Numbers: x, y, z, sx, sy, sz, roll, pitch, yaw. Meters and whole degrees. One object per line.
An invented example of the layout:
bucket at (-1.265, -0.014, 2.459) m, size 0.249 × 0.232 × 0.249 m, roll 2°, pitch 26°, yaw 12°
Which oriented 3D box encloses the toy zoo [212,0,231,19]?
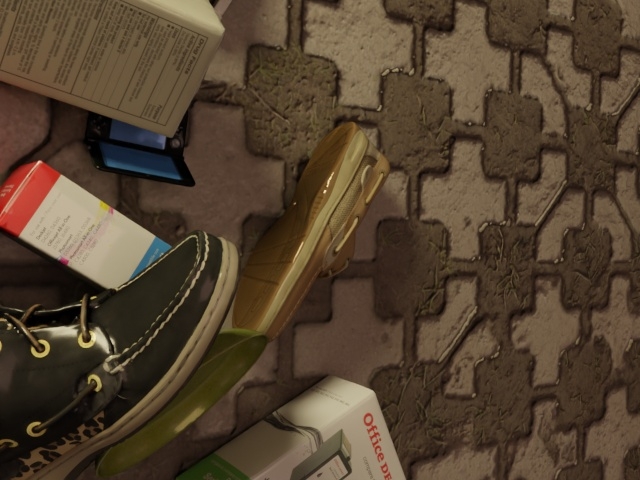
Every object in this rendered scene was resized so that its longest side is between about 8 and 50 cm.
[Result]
toy zoo at (-0.160, -0.409, 0.837) m, size 0.192 × 0.030 × 0.293 m, roll 37°, pitch 72°, yaw -28°

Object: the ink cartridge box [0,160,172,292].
ink cartridge box at (-0.274, -0.014, 0.714) m, size 0.231 × 0.134 × 0.078 m, roll 38°, pitch 73°, yaw -29°

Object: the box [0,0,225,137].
box at (-0.273, -0.236, 0.683) m, size 0.311 × 0.121 × 0.148 m, roll 17°, pitch 120°, yaw -34°

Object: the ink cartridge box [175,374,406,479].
ink cartridge box at (-0.026, 0.342, 0.903) m, size 0.273 × 0.115 × 0.198 m, roll -28°, pitch 107°, yaw -29°

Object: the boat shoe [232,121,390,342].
boat shoe at (0.000, 0.000, 0.904) m, size 0.110 × 0.122 × 0.341 m, roll 38°, pitch 70°, yaw -28°

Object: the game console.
game console at (-0.209, -0.124, 0.791) m, size 0.122 × 0.071 × 0.107 m, roll 9°, pitch 87°, yaw -34°

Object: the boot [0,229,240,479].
boot at (-0.286, 0.077, 0.599) m, size 0.377 × 0.138 × 0.284 m, roll -42°, pitch 119°, yaw 14°

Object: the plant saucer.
plant saucer at (-0.163, 0.177, 0.768) m, size 0.241 × 0.241 × 0.037 m, roll -36°, pitch 75°, yaw -27°
